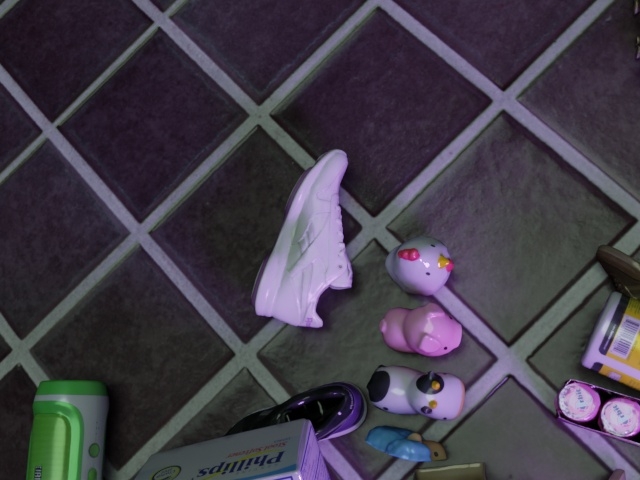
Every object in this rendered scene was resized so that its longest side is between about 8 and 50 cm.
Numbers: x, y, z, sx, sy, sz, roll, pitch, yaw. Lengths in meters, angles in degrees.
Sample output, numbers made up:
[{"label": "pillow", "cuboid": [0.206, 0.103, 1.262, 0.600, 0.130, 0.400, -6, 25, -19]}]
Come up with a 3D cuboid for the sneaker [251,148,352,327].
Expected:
[{"label": "sneaker", "cuboid": [0.000, 0.000, 1.266, 0.152, 0.114, 0.305, 21, 86, 4]}]

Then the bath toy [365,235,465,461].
[{"label": "bath toy", "cuboid": [0.149, 0.156, 1.165, 0.151, 0.129, 0.348, 3, 76, 15]}]

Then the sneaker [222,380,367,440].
[{"label": "sneaker", "cuboid": [-0.070, 0.297, 1.185, 0.283, 0.124, 0.107, -31, 71, 5]}]

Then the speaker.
[{"label": "speaker", "cuboid": [-0.420, 0.384, 1.252, 0.131, 0.131, 0.297, -3, 76, 13]}]

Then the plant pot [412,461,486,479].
[{"label": "plant pot", "cuboid": [0.195, 0.392, 1.111, 0.109, 0.109, 0.096, -10, 86, 11]}]

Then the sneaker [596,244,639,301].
[{"label": "sneaker", "cuboid": [0.479, 0.085, 1.133, 0.188, 0.066, 0.071, 43, 94, 21]}]

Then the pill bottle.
[{"label": "pill bottle", "cuboid": [0.484, 0.164, 1.055, 0.208, 0.119, 0.119, 25, 83, 19]}]

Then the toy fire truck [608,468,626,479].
[{"label": "toy fire truck", "cuboid": [0.336, 0.429, 1.040, 0.246, 0.158, 0.217, -9, 115, -6]}]

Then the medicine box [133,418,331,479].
[{"label": "medicine box", "cuboid": [-0.103, 0.439, 1.087, 0.263, 0.149, 0.289, -15, 102, 10]}]

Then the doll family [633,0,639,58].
[{"label": "doll family", "cuboid": [0.569, -0.338, 1.215, 0.111, 0.076, 0.193, 1, 82, 10]}]

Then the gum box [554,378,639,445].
[{"label": "gum box", "cuboid": [0.428, 0.253, 1.081, 0.188, 0.107, 0.062, 16, 81, 17]}]
